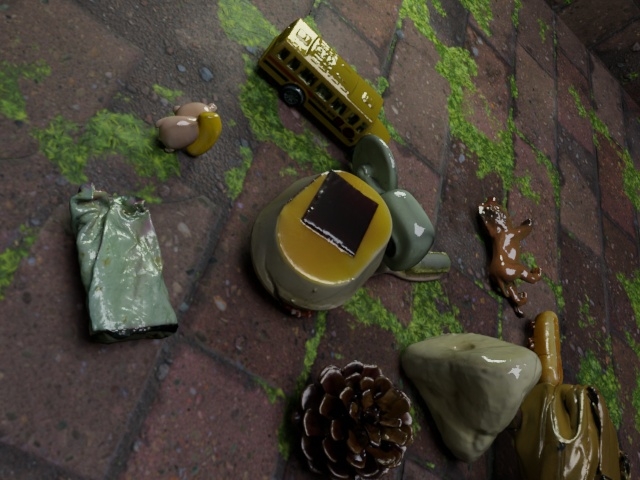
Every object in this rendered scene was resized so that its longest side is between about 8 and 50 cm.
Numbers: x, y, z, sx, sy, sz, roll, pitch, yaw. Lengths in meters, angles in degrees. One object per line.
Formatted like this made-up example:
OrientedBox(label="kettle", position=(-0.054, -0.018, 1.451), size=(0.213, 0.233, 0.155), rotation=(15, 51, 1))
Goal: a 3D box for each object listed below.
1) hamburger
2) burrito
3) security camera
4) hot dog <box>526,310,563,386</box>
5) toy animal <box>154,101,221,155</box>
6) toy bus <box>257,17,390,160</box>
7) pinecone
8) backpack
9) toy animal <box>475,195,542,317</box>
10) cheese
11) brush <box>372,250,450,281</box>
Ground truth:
OrientedBox(label="hamburger", position=(0.000, 0.000, 1.130), size=(0.227, 0.151, 0.295), rotation=(48, 53, 0))
OrientedBox(label="burrito", position=(-0.291, 0.035, 0.891), size=(0.144, 0.089, 0.228), rotation=(5, 65, -56))
OrientedBox(label="security camera", position=(0.124, -0.081, 1.264), size=(0.080, 0.157, 0.301), rotation=(-14, 62, -23))
OrientedBox(label="hot dog", position=(0.541, 0.279, 1.510), size=(0.076, 0.102, 0.249), rotation=(8, 50, 8))
OrientedBox(label="toy animal", position=(-0.232, -0.199, 1.086), size=(0.114, 0.091, 0.082), rotation=(-16, 58, -16))
OrientedBox(label="toy bus", position=(0.028, -0.315, 1.340), size=(0.336, 0.123, 0.121), rotation=(40, 47, -19))
OrientedBox(label="pinecone", position=(0.061, 0.289, 0.994), size=(0.208, 0.208, 0.207), rotation=(21, 55, -33))
OrientedBox(label="backpack", position=(0.512, 0.482, 1.266), size=(0.353, 0.201, 0.378), rotation=(56, 37, -23))
OrientedBox(label="toy animal", position=(0.473, 0.028, 1.592), size=(0.158, 0.097, 0.312), rotation=(14, 61, -22))
OrientedBox(label="cheese", position=(0.315, 0.293, 1.191), size=(0.174, 0.248, 0.251), rotation=(-14, 84, -44))
OrientedBox(label="brush", position=(0.172, 0.048, 1.319), size=(0.313, 0.067, 0.071), rotation=(1, 68, -39))
